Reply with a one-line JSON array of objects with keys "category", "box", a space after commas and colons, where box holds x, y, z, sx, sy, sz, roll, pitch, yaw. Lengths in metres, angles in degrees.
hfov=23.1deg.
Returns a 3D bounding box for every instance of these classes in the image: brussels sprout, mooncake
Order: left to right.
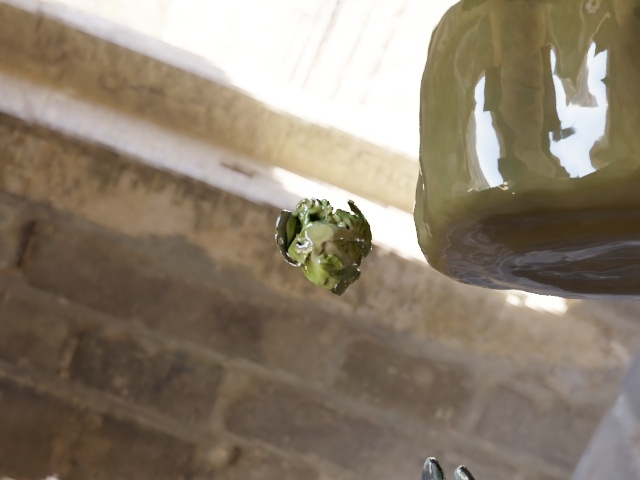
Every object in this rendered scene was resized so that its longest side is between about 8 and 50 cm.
[{"category": "brussels sprout", "box": [0.000, 0.000, 1.349, 0.085, 0.085, 0.058, 31, 0, 20]}, {"category": "mooncake", "box": [0.313, -0.096, 1.607, 0.467, 0.262, 0.467, 0, -17, 0]}]

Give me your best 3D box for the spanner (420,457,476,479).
[{"category": "spanner", "box": [0.120, 0.306, 1.298, 0.017, 0.301, 0.071, -28, 33, -35]}]
